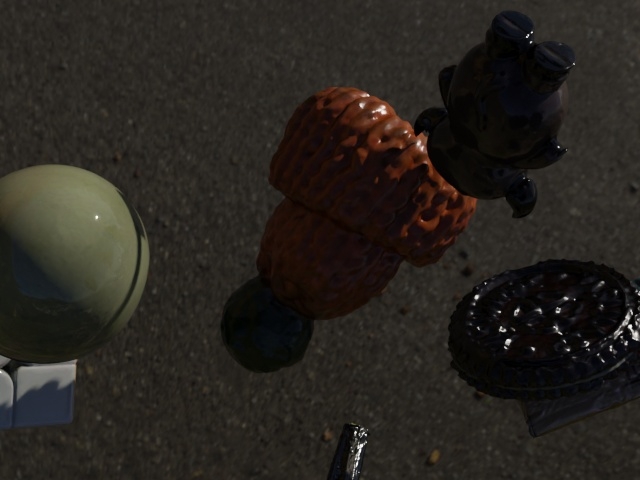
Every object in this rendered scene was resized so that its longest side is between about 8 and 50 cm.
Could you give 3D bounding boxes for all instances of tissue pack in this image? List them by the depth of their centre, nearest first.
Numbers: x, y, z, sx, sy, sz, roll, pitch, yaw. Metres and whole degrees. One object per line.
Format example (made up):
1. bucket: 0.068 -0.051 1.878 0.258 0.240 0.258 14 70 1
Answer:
1. tissue pack: 0.424 0.185 1.663 0.270 0.192 0.134 -22 103 6

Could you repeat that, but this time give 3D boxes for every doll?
1. doll: 0.198 -0.138 1.197 0.117 0.257 0.182 -37 68 -25

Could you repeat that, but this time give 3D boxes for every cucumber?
1. cucumber: 0.024 0.242 1.099 0.033 0.034 0.135 20 47 0

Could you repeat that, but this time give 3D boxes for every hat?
1. hat: 0.000 0.000 1.419 0.285 0.285 0.400 38 86 7

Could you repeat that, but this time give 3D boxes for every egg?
1. egg: -0.303 0.028 1.186 0.219 0.269 0.219 11 69 -32

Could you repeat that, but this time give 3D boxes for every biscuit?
1. biscuit: 0.208 0.080 0.977 0.194 0.053 0.195 -13 28 7

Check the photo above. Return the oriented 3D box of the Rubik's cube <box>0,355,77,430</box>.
1. Rubik's cube: -0.551 0.118 1.626 0.290 0.291 0.291 0 97 -32
